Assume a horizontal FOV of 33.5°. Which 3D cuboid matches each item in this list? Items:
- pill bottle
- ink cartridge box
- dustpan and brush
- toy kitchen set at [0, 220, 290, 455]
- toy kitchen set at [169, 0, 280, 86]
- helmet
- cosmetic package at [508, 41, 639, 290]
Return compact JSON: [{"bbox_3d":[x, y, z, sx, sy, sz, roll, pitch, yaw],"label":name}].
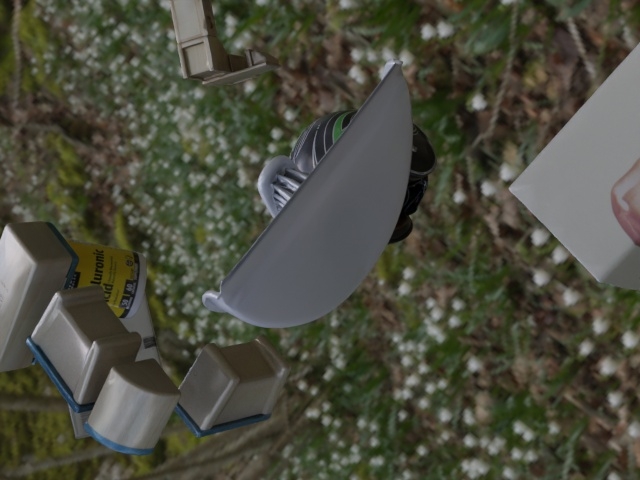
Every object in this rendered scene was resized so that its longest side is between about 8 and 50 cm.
[{"bbox_3d":[-0.223,0.032,0.974,0.116,0.065,0.065,12,-166,-25],"label":"pill bottle"},{"bbox_3d":[-0.217,0.126,1.095,0.056,0.099,0.135,135,123,-71],"label":"ink cartridge box"},{"bbox_3d":[0.000,0.000,0.581,0.060,0.147,0.211,31,166,26],"label":"dustpan and brush"},{"bbox_3d":[-0.159,0.090,0.882,0.166,0.122,0.207,-6,-136,-47],"label":"toy kitchen set"},{"bbox_3d":[-0.081,-0.186,0.971,0.083,0.068,0.075,-8,-93,-65],"label":"toy kitchen set"},{"bbox_3d":[0.038,-0.071,1.237,0.161,0.169,0.169,-9,-154,-24],"label":"helmet"},{"bbox_3d":[0.331,-0.103,0.939,0.153,0.296,0.129,7,-142,-54],"label":"cosmetic package"}]
